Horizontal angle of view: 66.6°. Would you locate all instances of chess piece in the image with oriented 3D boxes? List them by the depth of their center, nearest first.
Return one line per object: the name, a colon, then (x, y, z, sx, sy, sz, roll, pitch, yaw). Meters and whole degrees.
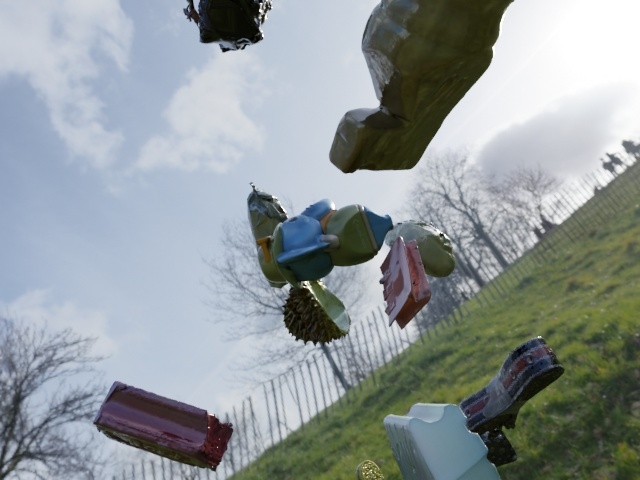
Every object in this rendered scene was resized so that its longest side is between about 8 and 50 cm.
chess piece: (0.103, -0.183, 0.473, 0.137, 0.137, 0.301, -14, -36, -30)

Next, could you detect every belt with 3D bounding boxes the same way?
belt: (0.459, 0.369, 1.187, 0.126, 0.094, 0.359, 2, -46, -13)

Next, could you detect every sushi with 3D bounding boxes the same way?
sushi: (-0.153, -0.408, 0.832, 0.153, 0.150, 0.172, 17, -51, -25)

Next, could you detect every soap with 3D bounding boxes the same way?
soap: (0.202, 0.381, 0.847, 0.095, 0.173, 0.289, -18, -16, -9)
soap: (-0.301, 0.367, 0.964, 0.250, 0.099, 0.162, 17, -35, 3)

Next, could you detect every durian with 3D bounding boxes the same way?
durian: (-0.006, 0.167, 1.107, 0.144, 0.139, 0.252, -19, -45, 32)

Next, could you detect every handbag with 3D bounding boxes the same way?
handbag: (0.214, 0.108, 1.279, 0.059, 0.212, 0.157, 13, -49, -14)
handbag: (0.481, 0.564, 1.388, 0.115, 0.139, 0.072, -18, 8, 5)

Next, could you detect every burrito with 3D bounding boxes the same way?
burrito: (-0.148, -0.011, 1.549, 0.139, 0.101, 0.445, -5, -46, 5)

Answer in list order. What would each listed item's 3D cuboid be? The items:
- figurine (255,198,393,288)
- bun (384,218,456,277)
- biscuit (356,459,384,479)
figurine: (0.002, 0.004, 0.961, 0.262, 0.180, 0.154, -20, -59, -16)
bun: (0.319, 0.015, 1.513, 0.141, 0.239, 0.239, -55, -30, 7)
biscuit: (0.120, 0.568, 1.160, 0.023, 0.084, 0.084, -45, -29, 24)
